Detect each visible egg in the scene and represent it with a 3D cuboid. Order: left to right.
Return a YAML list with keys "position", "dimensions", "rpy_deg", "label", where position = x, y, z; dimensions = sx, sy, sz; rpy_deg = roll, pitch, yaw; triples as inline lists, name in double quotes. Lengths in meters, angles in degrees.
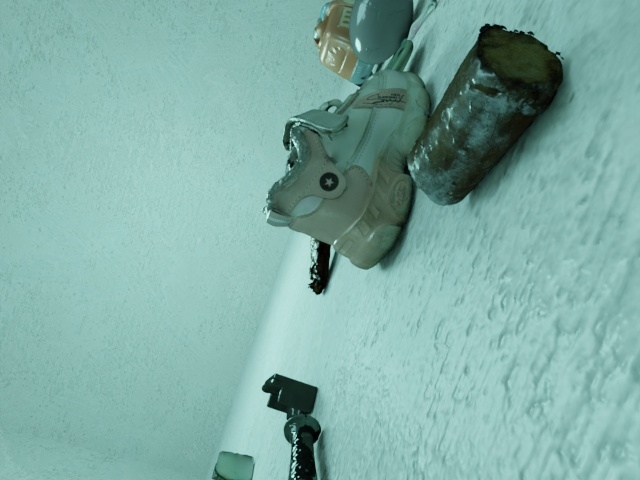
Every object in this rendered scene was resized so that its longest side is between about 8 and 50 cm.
- position: [0.143, -0.522, 1.074]
  dimensions: [0.146, 0.146, 0.199]
  rpy_deg: [-84, 7, -60]
  label: "egg"

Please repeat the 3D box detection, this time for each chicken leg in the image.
- position: [0.000, 0.000, 1.041]
  dimensions: [0.106, 0.051, 0.253]
  rpy_deg: [-77, -10, -78]
  label: "chicken leg"

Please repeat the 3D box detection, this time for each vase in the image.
- position: [-0.024, 0.303, 0.595]
  dimensions: [0.167, 0.059, 0.059]
  rpy_deg: [-102, 32, -76]
  label: "vase"

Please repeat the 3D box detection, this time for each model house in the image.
- position: [-0.240, 0.633, 1.200]
  dimensions: [0.088, 0.100, 0.100]
  rpy_deg: [-91, 19, -64]
  label: "model house"

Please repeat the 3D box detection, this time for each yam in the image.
- position: [0.131, -0.100, 0.385]
  dimensions: [0.141, 0.079, 0.079]
  rpy_deg: [117, 169, -55]
  label: "yam"

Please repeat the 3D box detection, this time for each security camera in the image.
- position: [0.115, -0.256, 0.920]
  dimensions: [0.302, 0.080, 0.157]
  rpy_deg: [-59, 8, 15]
  label: "security camera"

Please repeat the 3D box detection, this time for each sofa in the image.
- position: [-0.067, 0.294, 0.833]
  dimensions: [0.147, 0.085, 0.060]
  rpy_deg: [124, 166, -63]
  label: "sofa"

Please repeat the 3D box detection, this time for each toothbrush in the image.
- position: [0.205, -0.456, 0.960]
  dimensions: [0.204, 0.017, 0.022]
  rpy_deg: [-174, 83, -83]
  label: "toothbrush"

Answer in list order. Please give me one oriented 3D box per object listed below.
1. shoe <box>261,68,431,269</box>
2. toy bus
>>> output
- position: [0.041, -0.143, 0.681]
  dimensions: [0.172, 0.198, 0.351]
  rpy_deg: [123, 163, -57]
  label: "shoe"
- position: [0.096, -0.632, 1.393]
  dimensions: [0.194, 0.232, 0.288]
  rpy_deg: [116, 169, -59]
  label: "toy bus"
